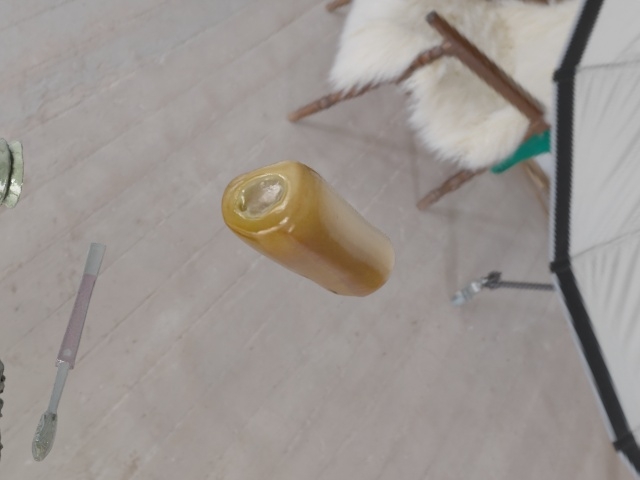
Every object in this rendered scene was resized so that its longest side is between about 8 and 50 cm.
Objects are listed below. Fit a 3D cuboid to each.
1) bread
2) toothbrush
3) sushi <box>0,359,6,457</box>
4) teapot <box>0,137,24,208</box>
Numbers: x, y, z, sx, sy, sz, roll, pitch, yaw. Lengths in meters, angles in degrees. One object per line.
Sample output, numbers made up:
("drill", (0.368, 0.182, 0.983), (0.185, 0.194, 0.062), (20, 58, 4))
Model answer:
("bread", (0.000, 0.000, 0.790), (0.239, 0.092, 0.074), (34, 41, -60))
("toothbrush", (-0.181, 0.073, 0.616), (0.014, 0.017, 0.194), (13, 42, -11))
("sushi", (-0.532, 0.333, 1.146), (0.178, 0.294, 0.352), (2, 86, -16))
("teapot", (-0.569, -0.106, 1.220), (0.250, 0.183, 0.184), (3, 63, -37))
